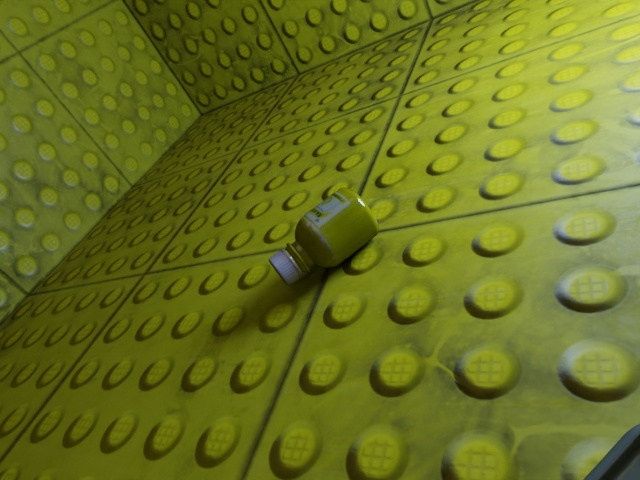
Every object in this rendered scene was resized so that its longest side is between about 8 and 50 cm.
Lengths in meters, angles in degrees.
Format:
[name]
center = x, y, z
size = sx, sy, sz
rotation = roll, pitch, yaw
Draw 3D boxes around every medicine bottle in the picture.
[medicine bottle]
center = 0.000, 0.000, 0.943
size = 0.212, 0.122, 0.122
rotation = -37, 31, -8

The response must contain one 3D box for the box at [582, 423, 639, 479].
[box]
center = 0.300, 0.251, 0.265
size = 0.138, 0.178, 0.274
rotation = -38, 32, -9
